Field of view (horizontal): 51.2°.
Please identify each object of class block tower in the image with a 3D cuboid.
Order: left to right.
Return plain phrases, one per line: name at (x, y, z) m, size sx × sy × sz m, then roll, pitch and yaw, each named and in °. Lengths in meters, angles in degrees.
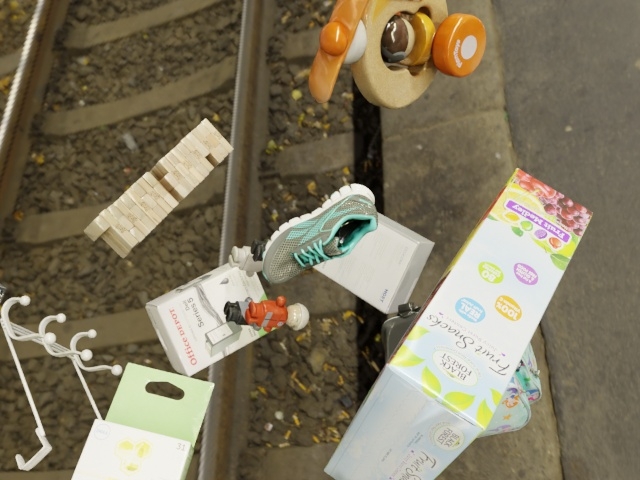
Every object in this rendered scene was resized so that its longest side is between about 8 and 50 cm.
block tower at (-0.323, -0.105, 1.367) m, size 0.335 × 0.097 × 0.091 m, roll -50°, pitch 12°, yaw -32°

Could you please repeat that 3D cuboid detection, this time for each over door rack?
over door rack at (-0.471, 0.274, 1.263) m, size 0.108 × 0.239 × 0.324 m, roll -27°, pitch 59°, yaw 5°

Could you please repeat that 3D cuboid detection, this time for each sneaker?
sneaker at (0.000, 0.000, 0.800) m, size 0.166 × 0.065 × 0.076 m, roll -39°, pitch 30°, yaw 6°

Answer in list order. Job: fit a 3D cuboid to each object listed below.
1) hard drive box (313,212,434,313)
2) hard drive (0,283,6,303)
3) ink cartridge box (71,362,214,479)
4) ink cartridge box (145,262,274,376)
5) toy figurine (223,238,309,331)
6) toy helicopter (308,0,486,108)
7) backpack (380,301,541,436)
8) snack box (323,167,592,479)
hard drive box at (0.115, 0.033, 1.541) m, size 0.232 × 0.089 × 0.181 m, roll 32°, pitch 106°, yaw 30°
hard drive at (-0.842, 0.221, 1.402) m, size 0.064 × 0.236 × 0.339 m, roll 18°, pitch 86°, yaw 46°
ink cartridge box at (-0.294, 0.327, 1.126) m, size 0.171 × 0.056 × 0.235 m, roll 13°, pitch 63°, yaw 4°
ink cartridge box at (-0.276, 0.193, 1.711) m, size 0.272 × 0.199 × 0.114 m, roll -28°, pitch 12°, yaw -27°
toy figurine at (-0.116, 0.104, 1.526) m, size 0.209 × 0.148 × 0.213 m, roll -16°, pitch 69°, yaw 60°
toy helicopter at (0.066, -0.326, 0.844) m, size 0.235 × 0.355 × 0.140 m, roll -38°, pitch 41°, yaw -21°
backpack at (0.238, 0.214, 1.083) m, size 0.225 × 0.253 × 0.191 m, roll -19°, pitch 56°, yaw 21°
snack box at (0.097, 0.075, 0.484) m, size 0.070 × 0.175 × 0.207 m, roll 34°, pitch 53°, yaw 12°
